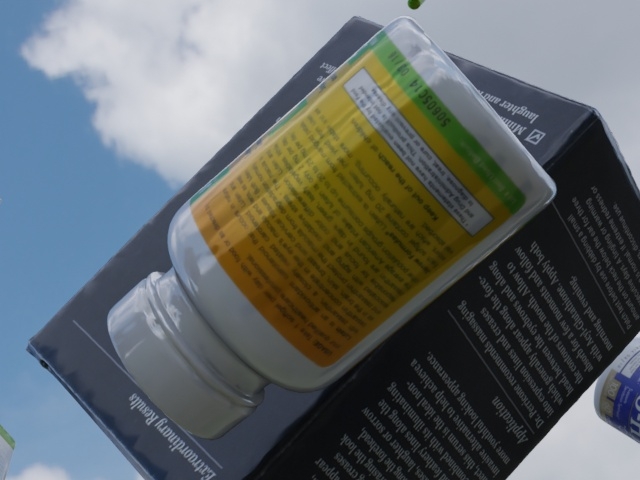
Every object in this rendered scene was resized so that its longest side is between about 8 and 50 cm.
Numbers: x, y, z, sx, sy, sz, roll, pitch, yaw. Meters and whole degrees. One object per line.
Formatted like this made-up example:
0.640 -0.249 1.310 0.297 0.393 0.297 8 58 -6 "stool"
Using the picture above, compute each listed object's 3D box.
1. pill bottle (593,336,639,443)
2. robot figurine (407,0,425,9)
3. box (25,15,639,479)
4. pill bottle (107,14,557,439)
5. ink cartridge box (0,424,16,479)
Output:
0.405 0.193 1.378 0.112 0.187 0.112 -20 -56 -33 "pill bottle"
0.092 -0.294 1.316 0.067 0.115 0.101 -24 -55 -23 "robot figurine"
0.024 0.057 0.983 0.395 0.293 0.212 -45 -49 -10 "box"
0.000 0.000 0.720 0.246 0.136 0.136 -40 -36 9 "pill bottle"
-0.478 0.295 1.493 0.097 0.255 0.188 -14 -50 18 "ink cartridge box"
